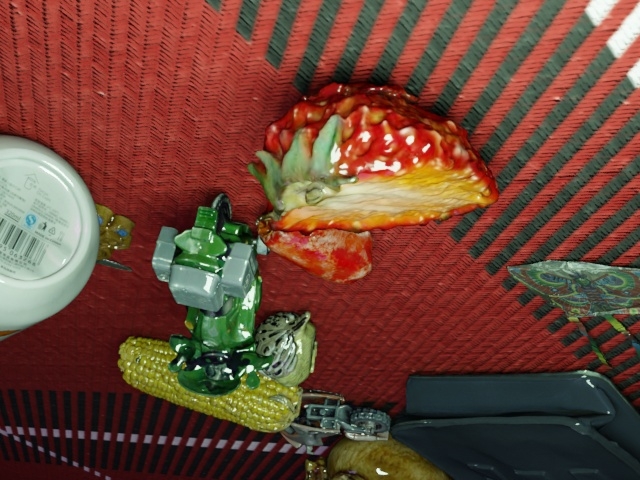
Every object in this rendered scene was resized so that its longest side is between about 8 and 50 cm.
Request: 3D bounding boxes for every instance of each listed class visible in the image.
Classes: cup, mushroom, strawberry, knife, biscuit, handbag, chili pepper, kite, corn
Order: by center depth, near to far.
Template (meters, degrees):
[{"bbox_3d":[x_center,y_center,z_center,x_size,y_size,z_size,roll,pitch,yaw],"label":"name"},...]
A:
[{"bbox_3d":[0.052,-0.076,0.987,0.190,0.111,0.237,-22,162,39],"label":"strawberry"},{"bbox_3d":[0.000,0.000,1.216,0.123,0.073,0.070,25,-174,-25],"label":"chili pepper"},{"bbox_3d":[-0.386,0.014,1.281,0.212,0.212,0.317,27,154,-28],"label":"cup"},{"bbox_3d":[0.322,0.085,1.303,0.152,0.015,0.285,2,152,33],"label":"kite"},{"bbox_3d":[-0.298,-0.010,1.417,0.124,0.026,0.175,28,153,-32],"label":"biscuit"},{"bbox_3d":[-0.327,0.015,1.511,0.170,0.010,0.023,17,157,-12],"label":"knife"},{"bbox_3d":[0.294,0.270,1.617,0.326,0.118,0.269,-5,144,40],"label":"handbag"},{"bbox_3d":[-0.172,0.222,1.786,0.293,0.106,0.106,14,157,-1],"label":"corn"},{"bbox_3d":[0.099,0.421,1.971,0.283,0.195,0.263,3,152,-17],"label":"mushroom"}]

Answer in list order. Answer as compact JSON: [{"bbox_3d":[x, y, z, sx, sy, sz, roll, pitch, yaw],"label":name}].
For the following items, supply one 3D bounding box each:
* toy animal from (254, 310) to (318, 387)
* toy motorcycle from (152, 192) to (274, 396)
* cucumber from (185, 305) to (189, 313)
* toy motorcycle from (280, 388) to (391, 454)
[{"bbox_3d":[-0.052,0.132,1.530,0.098,0.098,0.137,11,141,8],"label":"toy animal"},{"bbox_3d":[-0.115,0.068,1.287,0.125,0.187,0.274,10,156,10],"label":"toy motorcycle"},{"bbox_3d":[-0.156,0.088,1.537,0.048,0.048,0.105,10,154,9],"label":"cucumber"},{"bbox_3d":[0.012,0.294,1.878,0.213,0.084,0.118,3,147,13],"label":"toy motorcycle"}]
